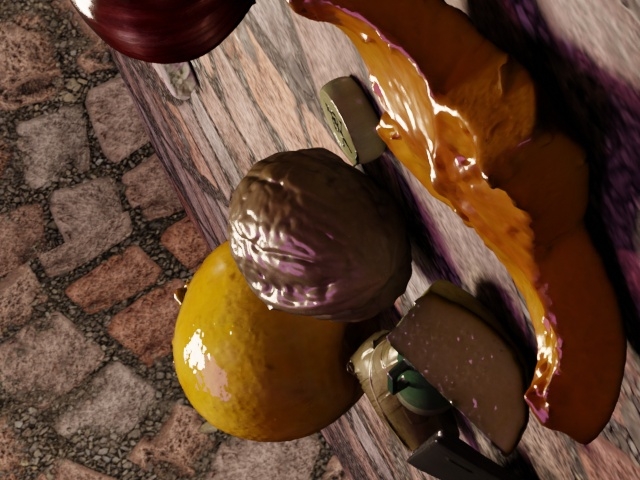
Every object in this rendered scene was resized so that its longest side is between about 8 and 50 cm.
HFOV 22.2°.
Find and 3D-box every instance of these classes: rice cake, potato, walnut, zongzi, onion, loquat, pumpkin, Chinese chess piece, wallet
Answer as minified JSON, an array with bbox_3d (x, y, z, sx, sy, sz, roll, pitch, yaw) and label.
[{"bbox_3d":[-0.263,-0.351,2.555,0.106,0.050,0.298,55,170,38],"label":"rice cake"},{"bbox_3d":[0.145,0.098,1.422,0.149,0.081,0.120,45,-159,8],"label":"potato"},{"bbox_3d":[0.002,-0.001,1.609,0.230,0.178,0.178,31,150,53],"label":"walnut"},{"bbox_3d":[0.121,0.186,1.822,0.189,0.081,0.178,57,163,-6],"label":"zongzi"},{"bbox_3d":[-0.150,-0.271,1.261,0.273,0.285,0.273,6,-90,-85],"label":"onion"},{"bbox_3d":[-0.062,0.115,2.033,0.275,0.275,0.275,60,172,14],"label":"loquat"},{"bbox_3d":[0.098,-0.042,1.050,0.258,0.095,0.290,50,170,40],"label":"pumpkin"},{"bbox_3d":[0.029,-0.110,1.503,0.084,0.034,0.084,61,172,15],"label":"Chinese chess piece"},{"bbox_3d":[0.160,0.250,1.732,0.124,0.025,0.244,29,167,3],"label":"wallet"}]

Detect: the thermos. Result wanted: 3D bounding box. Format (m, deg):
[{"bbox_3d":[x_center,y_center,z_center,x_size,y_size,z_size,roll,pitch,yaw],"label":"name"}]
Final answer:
[{"bbox_3d":[0.104,0.112,1.613,0.187,0.083,0.073,85,179,-67],"label":"thermos"}]
